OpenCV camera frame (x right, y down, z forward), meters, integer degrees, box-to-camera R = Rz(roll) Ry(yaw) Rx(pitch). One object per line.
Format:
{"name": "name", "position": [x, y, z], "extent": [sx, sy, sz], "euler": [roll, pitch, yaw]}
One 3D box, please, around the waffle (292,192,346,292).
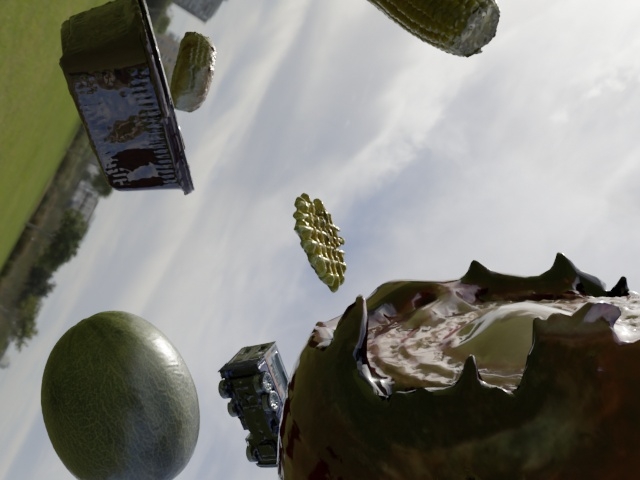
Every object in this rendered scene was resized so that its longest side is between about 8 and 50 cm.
{"name": "waffle", "position": [-0.002, 0.001, 1.607], "extent": [0.056, 0.261, 0.250], "euler": [-17, -150, 20]}

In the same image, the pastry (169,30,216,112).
{"name": "pastry", "position": [-0.326, -0.421, 1.531], "extent": [0.182, 0.093, 0.192], "euler": [-39, -135, 56]}

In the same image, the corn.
{"name": "corn", "position": [0.139, -0.418, 0.965], "extent": [0.344, 0.131, 0.131], "euler": [51, -63, 26]}

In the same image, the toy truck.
{"name": "toy truck", "position": [-0.125, 0.390, 1.427], "extent": [0.124, 0.268, 0.155], "euler": [-14, -166, 24]}

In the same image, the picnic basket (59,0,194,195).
{"name": "picnic basket", "position": [-0.287, -0.212, 0.897], "extent": [0.297, 0.129, 0.222], "euler": [87, -14, -47]}

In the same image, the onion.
{"name": "onion", "position": [0.140, 0.165, 0.396], "extent": [0.341, 0.341, 0.341], "euler": [-47, -153, 33]}

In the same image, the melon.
{"name": "melon", "position": [-0.329, 0.266, 0.993], "extent": [0.237, 0.301, 0.237], "euler": [-20, -175, 2]}
